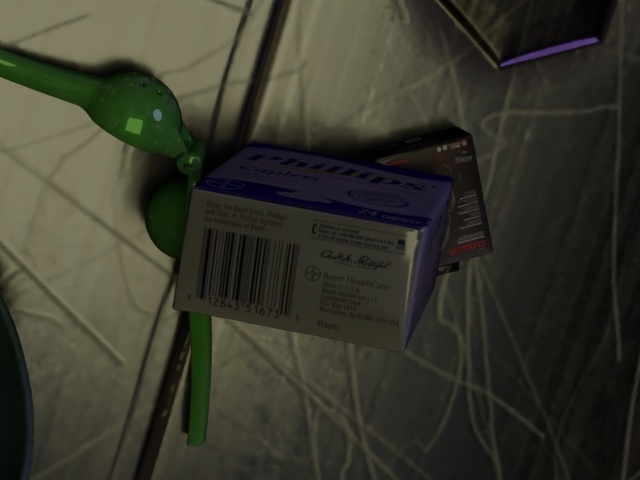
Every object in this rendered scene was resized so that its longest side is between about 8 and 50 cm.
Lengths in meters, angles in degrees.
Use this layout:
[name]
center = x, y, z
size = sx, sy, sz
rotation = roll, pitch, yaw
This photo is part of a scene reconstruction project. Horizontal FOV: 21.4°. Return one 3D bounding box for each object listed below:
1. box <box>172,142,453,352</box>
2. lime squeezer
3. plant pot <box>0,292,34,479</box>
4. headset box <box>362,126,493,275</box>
[box]
center = 0.000, 0.000, 0.927
size = 0.126, 0.137, 0.072
rotation = 11, 104, 8
[lime squeezer]
center = -0.109, -0.023, 0.959
size = 0.110, 0.059, 0.310
rotation = -34, 109, -3
[plant pot]
center = -0.317, 0.083, 0.841
size = 0.196, 0.293, 0.293
rotation = -35, 111, 25
[headset box]
center = 0.065, -0.019, 1.011
size = 0.062, 0.032, 0.083
rotation = -14, 104, -9
